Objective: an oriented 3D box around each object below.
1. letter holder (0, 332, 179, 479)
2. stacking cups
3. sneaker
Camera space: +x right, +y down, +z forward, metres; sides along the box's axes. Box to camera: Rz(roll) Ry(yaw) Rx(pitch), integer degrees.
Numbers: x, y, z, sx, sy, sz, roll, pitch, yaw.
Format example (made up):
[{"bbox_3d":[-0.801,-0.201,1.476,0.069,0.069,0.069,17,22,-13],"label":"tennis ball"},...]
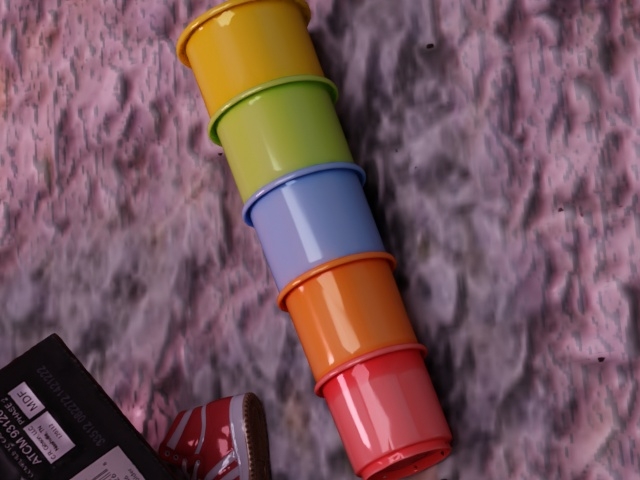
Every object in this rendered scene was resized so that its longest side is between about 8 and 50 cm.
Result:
[{"bbox_3d":[-0.126,0.246,0.997,0.152,0.214,0.302,-36,71,-19],"label":"letter holder"},{"bbox_3d":[0.000,0.000,1.032,0.096,0.096,0.316,-26,73,19],"label":"stacking cups"},{"bbox_3d":[-0.068,0.160,1.045,0.067,0.042,0.118,-12,65,20],"label":"sneaker"}]
